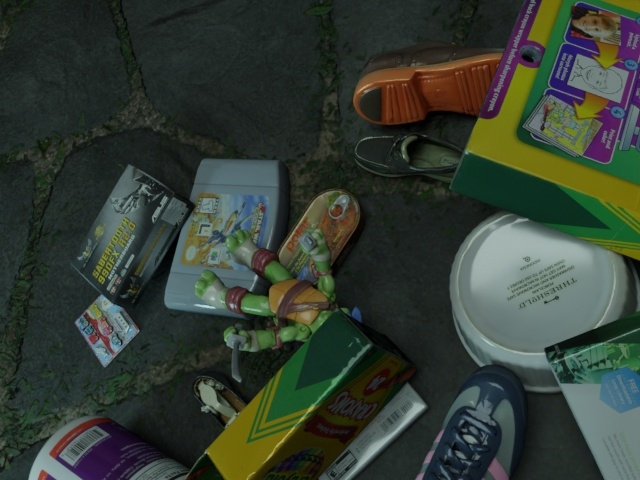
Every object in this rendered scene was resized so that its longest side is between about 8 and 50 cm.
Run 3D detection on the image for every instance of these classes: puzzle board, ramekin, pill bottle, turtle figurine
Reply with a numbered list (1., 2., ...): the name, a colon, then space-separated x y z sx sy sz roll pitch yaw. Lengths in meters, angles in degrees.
1. puzzle board: -0.409 0.164 1.356 0.096 0.011 0.128 -47 60 2
2. ramekin: 0.306 0.069 0.999 0.273 0.127 0.273 -9 67 21
3. pill bottle: -0.289 0.415 1.107 0.323 0.181 0.181 21 81 29
4. turtle figurine: -0.082 0.063 1.068 0.266 0.274 0.198 20 101 40

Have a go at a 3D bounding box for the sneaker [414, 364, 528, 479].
1. sneaker: 0.179 0.317 0.925 0.112 0.131 0.319 21 95 28

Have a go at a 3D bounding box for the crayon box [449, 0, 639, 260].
1. crayon box: 0.386 -0.175 0.962 0.313 0.106 0.363 22 64 8

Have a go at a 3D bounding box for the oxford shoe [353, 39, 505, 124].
1. oxford shoe: 0.237 -0.284 1.170 0.363 0.130 0.133 0 53 15

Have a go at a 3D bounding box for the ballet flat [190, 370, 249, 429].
1. ballet flat: -0.143 0.285 1.155 0.203 0.074 0.074 39 90 30

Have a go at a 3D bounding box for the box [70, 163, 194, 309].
1. box: -0.358 -0.011 1.343 0.183 0.056 0.231 31 90 42

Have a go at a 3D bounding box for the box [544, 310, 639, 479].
1. box: 0.469 0.176 0.855 0.322 0.058 0.232 -26 99 13

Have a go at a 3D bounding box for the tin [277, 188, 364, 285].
1. tin: 0.000 0.000 1.218 0.106 0.040 0.190 32 86 26

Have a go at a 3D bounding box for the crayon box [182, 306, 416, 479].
1. crayon box: -0.021 0.257 1.009 0.318 0.202 0.081 -48 59 4

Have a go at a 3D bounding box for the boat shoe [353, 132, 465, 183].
1. boat shoe: 0.152 -0.147 1.181 0.223 0.073 0.080 14 77 28

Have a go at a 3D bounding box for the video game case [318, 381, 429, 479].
1. video game case: 0.038 0.259 1.110 0.201 0.023 0.183 -45 60 4

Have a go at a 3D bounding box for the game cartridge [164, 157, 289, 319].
1. game cartridge: -0.160 -0.010 1.286 0.198 0.062 0.297 2 72 30
